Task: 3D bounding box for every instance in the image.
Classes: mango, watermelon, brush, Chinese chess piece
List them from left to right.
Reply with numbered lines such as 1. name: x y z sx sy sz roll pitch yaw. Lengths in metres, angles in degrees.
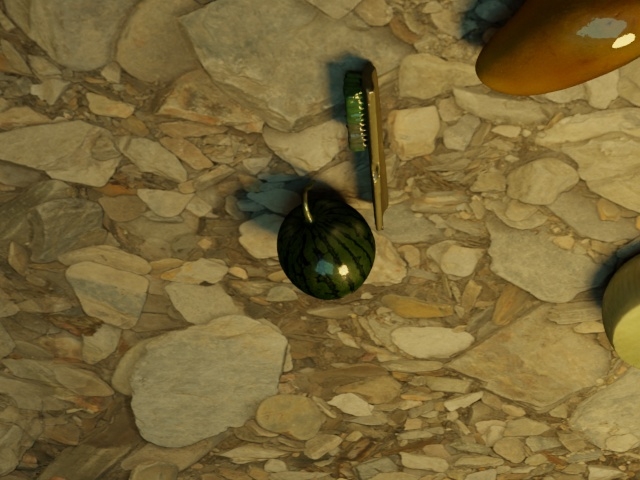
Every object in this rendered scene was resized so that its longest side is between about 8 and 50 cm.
1. watermelon: 0.000 0.000 1.767 0.141 0.140 0.187 -14 139 16
2. brush: 0.063 -0.118 1.687 0.048 0.054 0.282 3 142 11
3. mango: 0.291 -0.246 1.485 0.253 0.113 0.138 -21 141 34
4. Chinese chess piece: 0.557 0.104 1.921 0.250 0.101 0.250 0 141 0
